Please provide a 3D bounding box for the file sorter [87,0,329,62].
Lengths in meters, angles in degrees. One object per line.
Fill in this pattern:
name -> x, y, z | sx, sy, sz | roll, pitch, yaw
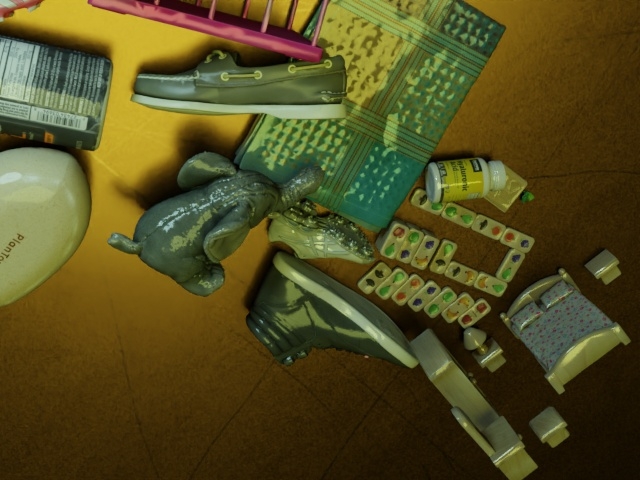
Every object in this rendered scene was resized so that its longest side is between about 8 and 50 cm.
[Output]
file sorter -> -0.134, -0.363, 1.222 | 0.290, 0.202, 0.182 | 11, 106, -16

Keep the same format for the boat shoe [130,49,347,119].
boat shoe -> -0.113, -0.218, 1.325 | 0.304, 0.109, 0.091 | 3, 98, 5

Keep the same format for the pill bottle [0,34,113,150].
pill bottle -> -0.408, -0.204, 1.267 | 0.245, 0.130, 0.131 | 10, 110, -15

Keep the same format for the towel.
towel -> 0.073, -0.217, 1.414 | 0.271, 0.040, 0.370 | 26, 104, -20

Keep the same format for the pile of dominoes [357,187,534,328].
pile of dominoes -> 0.206, 0.042, 1.545 | 0.251, 0.040, 0.196 | 21, 106, -18

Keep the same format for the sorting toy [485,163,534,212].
sorting toy -> 0.304, -0.077, 1.530 | 0.083, 0.012, 0.062 | 34, 97, -18

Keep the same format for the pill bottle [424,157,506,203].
pill bottle -> 0.225, -0.095, 1.478 | 0.116, 0.065, 0.065 | -7, 113, -9

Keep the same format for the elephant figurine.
elephant figurine -> -0.141, -0.047, 1.349 | 0.239, 0.186, 0.169 | -38, 105, 27

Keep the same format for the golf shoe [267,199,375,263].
golf shoe -> 0.000, 0.000, 1.483 | 0.176, 0.069, 0.086 | 28, 124, -18

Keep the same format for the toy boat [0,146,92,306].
toy boat -> -0.477, -0.069, 1.316 | 0.267, 0.148, 0.318 | -41, 122, 12

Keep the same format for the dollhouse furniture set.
dollhouse furniture set -> 0.340, 0.141, 1.469 | 0.355, 0.303, 0.174 | -39, 113, 5

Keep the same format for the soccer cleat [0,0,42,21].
soccer cleat -> -0.475, -0.325, 1.234 | 0.247, 0.083, 0.095 | -11, 109, -4

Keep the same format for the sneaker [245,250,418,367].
sneaker -> 0.011, 0.151, 1.520 | 0.295, 0.104, 0.147 | 34, 104, -16
